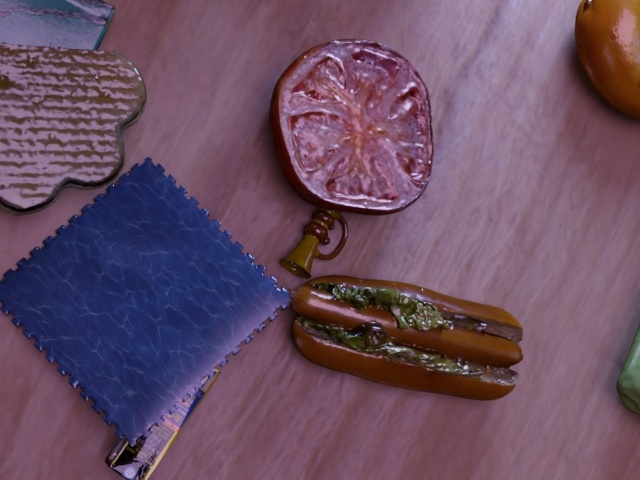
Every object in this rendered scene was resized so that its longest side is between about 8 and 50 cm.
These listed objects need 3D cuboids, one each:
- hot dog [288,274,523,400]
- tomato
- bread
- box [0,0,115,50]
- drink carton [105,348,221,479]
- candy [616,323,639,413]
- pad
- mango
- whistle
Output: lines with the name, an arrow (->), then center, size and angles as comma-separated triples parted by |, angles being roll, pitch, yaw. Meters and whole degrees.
hot dog -> 0.111, 0.123, 1.380 | 0.337, 0.100, 0.135 | 14, 82, -16
tomato -> 0.039, -0.137, 1.385 | 0.236, 0.095, 0.237 | 3, 80, -18
bread -> -0.347, -0.131, 1.239 | 0.286, 0.056, 0.207 | 4, 83, -18
box -> -0.367, -0.218, 1.291 | 0.161, 0.042, 0.226 | 26, 78, -15
drink carton -> -0.193, 0.212, 1.292 | 0.056, 0.071, 0.166 | 37, 75, -8
candy -> 0.536, 0.102, 1.510 | 0.142, 0.132, 0.344 | 21, 73, 29
pad -> -0.216, 0.066, 1.287 | 0.269, 0.012, 0.269 | 43, 73, 10
mango -> 0.442, -0.263, 1.513 | 0.144, 0.112, 0.219 | -32, 98, -22
whistle -> 0.001, 0.000, 1.389 | 0.057, 0.046, 0.109 | 34, 70, 3
